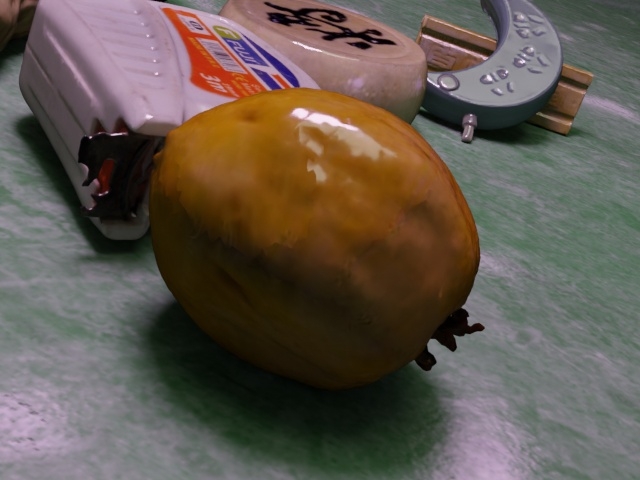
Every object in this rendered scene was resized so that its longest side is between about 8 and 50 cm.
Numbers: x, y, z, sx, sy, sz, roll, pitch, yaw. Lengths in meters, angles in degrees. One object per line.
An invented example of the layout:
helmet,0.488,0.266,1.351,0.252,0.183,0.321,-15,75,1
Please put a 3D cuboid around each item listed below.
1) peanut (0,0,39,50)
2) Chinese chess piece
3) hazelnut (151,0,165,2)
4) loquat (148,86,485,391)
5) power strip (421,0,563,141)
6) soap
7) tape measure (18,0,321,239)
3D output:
peanut,-0.356,-0.248,0.890,0.143,0.159,0.291,-12,8,19
Chinese chess piece,-0.004,-0.201,1.051,0.257,0.104,0.257,15,25,-7
hazelnut,-0.272,-0.415,1.171,0.229,0.229,0.229,14,26,-7
loquat,0.000,0.000,0.578,0.234,0.176,0.187,29,-15,2
power strip,0.225,-0.224,1.189,0.167,0.054,0.253,31,60,12
soap,0.247,-0.235,1.284,0.252,0.092,0.037,21,22,5
tape measure,-0.124,-0.108,0.776,0.265,0.130,0.258,3,32,-38
